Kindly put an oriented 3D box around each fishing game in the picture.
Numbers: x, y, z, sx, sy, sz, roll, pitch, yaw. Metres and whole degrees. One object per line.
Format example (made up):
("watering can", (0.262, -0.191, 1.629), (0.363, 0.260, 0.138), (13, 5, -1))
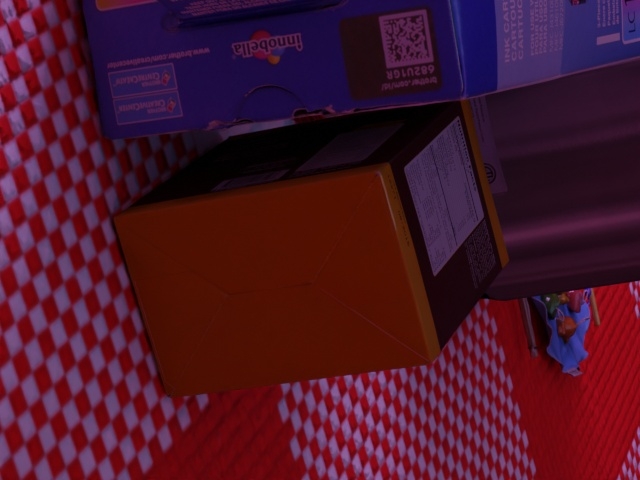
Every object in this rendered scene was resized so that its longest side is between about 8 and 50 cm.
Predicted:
("fishing game", (0.262, 0.051, 2.033), (0.264, 0.041, 0.189), (-3, 81, -66))

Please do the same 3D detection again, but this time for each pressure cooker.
("pressure cooker", (0.294, -0.139, 1.703), (0.370, 0.420, 0.375), (53, 35, -45))

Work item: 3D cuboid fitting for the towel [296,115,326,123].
("towel", (-0.012, -0.234, 1.534), (0.275, 0.031, 0.199), (-78, 149, -41))

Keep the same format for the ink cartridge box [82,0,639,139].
("ink cartridge box", (0.026, -0.161, 1.250), (0.395, 0.270, 0.151), (-22, 105, -59))

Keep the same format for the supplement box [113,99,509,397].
("supplement box", (0.000, 0.000, 1.270), (0.194, 0.191, 0.129), (-43, 120, -62))
